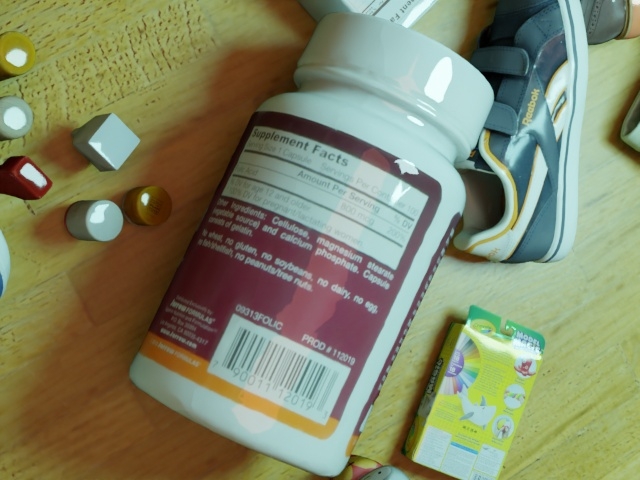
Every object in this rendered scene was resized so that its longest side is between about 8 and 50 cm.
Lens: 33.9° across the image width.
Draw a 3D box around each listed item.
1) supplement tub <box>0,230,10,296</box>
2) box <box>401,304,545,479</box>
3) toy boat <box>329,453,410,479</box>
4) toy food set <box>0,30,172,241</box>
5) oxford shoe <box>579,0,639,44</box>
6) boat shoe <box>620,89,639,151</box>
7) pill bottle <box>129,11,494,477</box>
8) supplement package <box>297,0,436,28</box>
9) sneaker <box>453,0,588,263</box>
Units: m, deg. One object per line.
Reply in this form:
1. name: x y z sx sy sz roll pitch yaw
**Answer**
1. supplement tub: -0.414 0.098 0.822 0.235 0.235 0.325 29 56 -14
2. box: 0.168 0.167 1.138 0.105 0.043 0.179 24 86 -14
3. toy boat: 0.020 0.372 1.042 0.267 0.148 0.318 12 87 -15
4. toy food set: -0.258 -0.082 1.008 0.232 0.104 0.111 46 64 -29
5. oxford shoe: 0.284 -0.348 1.144 0.098 0.097 0.272 -13 94 -9
6. boat shoe: 0.436 -0.225 1.181 0.094 0.109 0.302 23 87 -12
7. pill bottle: 0.000 0.000 0.997 0.224 0.224 0.392 27 83 -14
8. supplement package: 0.026 -0.283 1.064 0.179 0.105 0.105 46 79 -12
9. sneaker: 0.198 -0.134 1.102 0.127 0.126 0.321 -2 92 -21
